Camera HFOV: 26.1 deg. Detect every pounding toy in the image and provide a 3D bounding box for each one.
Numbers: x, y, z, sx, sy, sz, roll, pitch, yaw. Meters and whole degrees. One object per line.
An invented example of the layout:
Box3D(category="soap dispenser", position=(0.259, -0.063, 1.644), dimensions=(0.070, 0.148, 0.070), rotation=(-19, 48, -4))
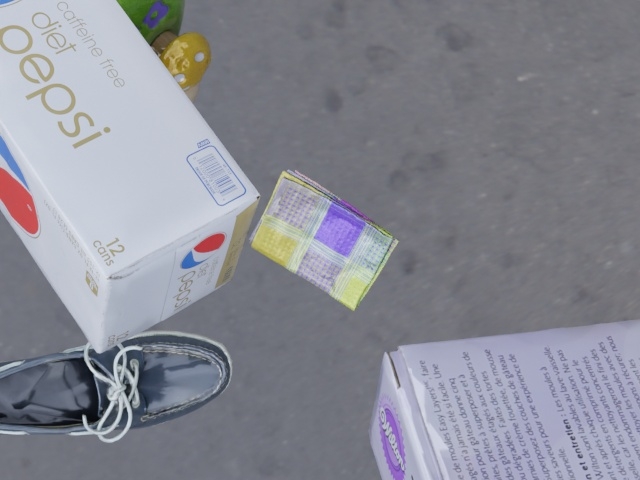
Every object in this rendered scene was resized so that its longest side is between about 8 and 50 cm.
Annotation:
Box3D(category="pounding toy", position=(-0.151, -0.134, 1.104), dimensions=(0.110, 0.237, 0.183), rotation=(40, 66, 21))

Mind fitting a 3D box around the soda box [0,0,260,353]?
Box3D(category="soda box", position=(-0.114, -0.067, 0.548), dimensions=(0.216, 0.069, 0.074), rotation=(54, 155, 16))

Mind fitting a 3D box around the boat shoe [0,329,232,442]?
Box3D(category="boat shoe", position=(-0.205, 0.133, 1.261), dimensions=(0.254, 0.079, 0.095), rotation=(-2, 92, -8))

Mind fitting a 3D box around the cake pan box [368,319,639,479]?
Box3D(category="cake pan box", position=(0.163, 0.135, 0.481), dimensions=(0.070, 0.245, 0.267), rotation=(104, 154, -49))

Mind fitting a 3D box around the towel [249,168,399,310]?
Box3D(category="towel", position=(0.000, 0.000, 0.853), dimensions=(0.083, 0.009, 0.060), rotation=(33, 113, 5))
